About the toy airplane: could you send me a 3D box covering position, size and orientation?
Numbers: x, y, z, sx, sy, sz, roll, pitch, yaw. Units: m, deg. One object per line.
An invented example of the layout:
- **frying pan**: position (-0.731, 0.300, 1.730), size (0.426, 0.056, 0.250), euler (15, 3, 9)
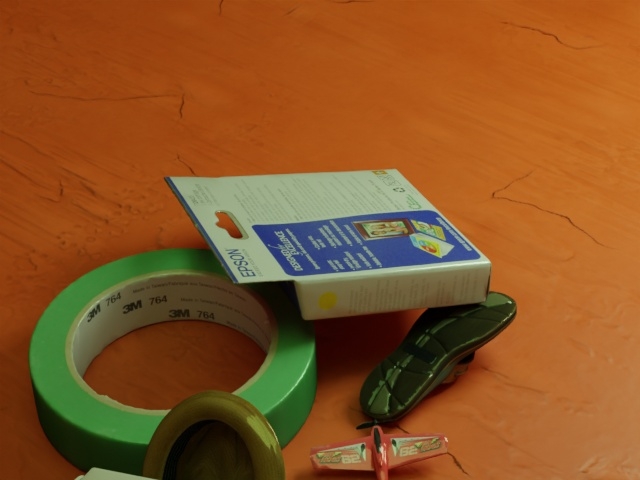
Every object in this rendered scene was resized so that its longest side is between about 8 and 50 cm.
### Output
- **toy airplane**: position (0.067, 0.246, 1.771), size (0.151, 0.028, 0.151), euler (-4, 40, 3)

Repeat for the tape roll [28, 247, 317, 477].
- **tape roll**: position (-0.164, 0.138, 1.876), size (0.321, 0.077, 0.321), euler (-1, 39, 1)

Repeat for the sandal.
- **sandal**: position (0.135, 0.136, 1.886), size (0.090, 0.060, 0.219), euler (27, 62, 38)

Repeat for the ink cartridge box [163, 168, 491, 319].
- **ink cartridge box**: position (0.000, 0.000, 1.953), size (0.307, 0.072, 0.303), euler (-6, 26, -18)

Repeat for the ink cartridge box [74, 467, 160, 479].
- **ink cartridge box**: position (-0.155, 0.333, 1.550), size (0.278, 0.117, 0.201), euler (4, 35, 36)

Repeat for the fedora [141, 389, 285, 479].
- **fedora**: position (-0.095, 0.250, 1.697), size (0.194, 0.194, 0.079), euler (27, 11, 31)
